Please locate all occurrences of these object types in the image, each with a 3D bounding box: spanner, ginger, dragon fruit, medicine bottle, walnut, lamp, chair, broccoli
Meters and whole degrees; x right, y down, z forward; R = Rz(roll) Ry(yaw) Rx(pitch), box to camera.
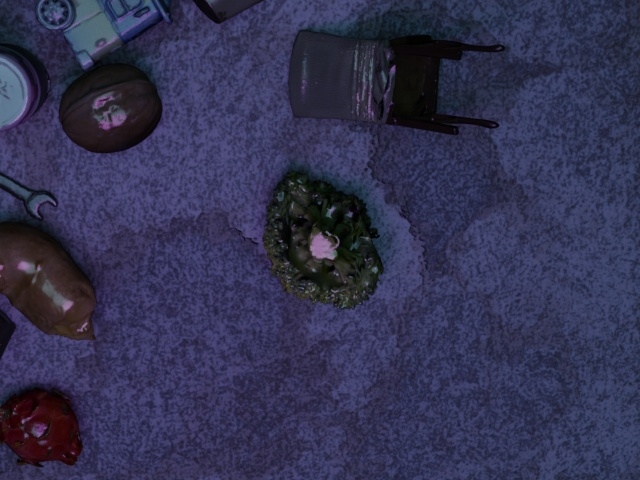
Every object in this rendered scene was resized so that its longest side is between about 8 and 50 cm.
[{"bbox_3d":[-0.560,-0.114,1.638,0.255,0.015,0.054,32,97,-15],"label":"spanner"},{"bbox_3d":[-0.471,0.065,1.626,0.267,0.138,0.152,36,54,-18],"label":"ginger"},{"bbox_3d":[-0.484,0.324,1.705,0.166,0.133,0.136,37,138,-14],"label":"dragon fruit"},{"bbox_3d":[-0.503,-0.241,1.536,0.135,0.168,0.135,-2,103,-9],"label":"medicine bottle"},{"bbox_3d":[-0.339,-0.213,1.586,0.162,0.140,0.140,-28,106,10],"label":"walnut"},{"bbox_3d":[-0.113,-0.448,1.573,0.214,0.121,0.121,-46,106,-9],"label":"lamp"},{"bbox_3d":[0.126,-0.267,1.647,0.186,0.319,0.160,-17,114,-50],"label":"chair"},{"bbox_3d":[-0.001,-0.002,1.669,0.198,0.176,0.226,-16,120,-9],"label":"broccoli"}]

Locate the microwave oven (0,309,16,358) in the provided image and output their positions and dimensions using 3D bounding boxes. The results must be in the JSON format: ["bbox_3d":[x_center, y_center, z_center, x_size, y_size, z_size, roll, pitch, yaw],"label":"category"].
[{"bbox_3d":[-0.755,0.108,1.549,0.374,0.236,0.432,-39,106,3],"label":"microwave oven"}]

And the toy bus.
[{"bbox_3d":[-0.377,-0.439,1.516,0.190,0.152,0.312,-29,105,0],"label":"toy bus"}]
